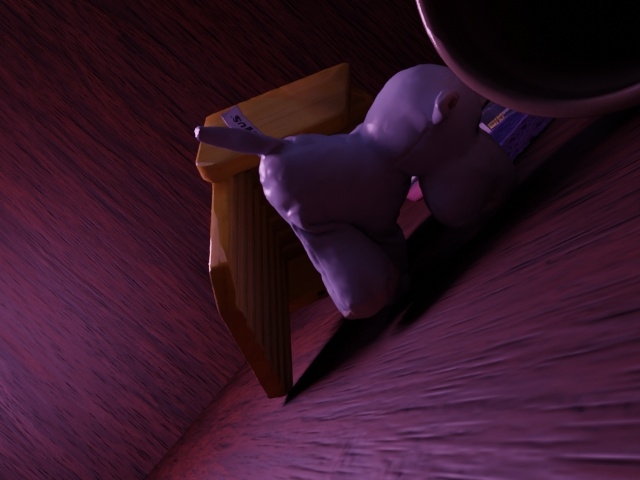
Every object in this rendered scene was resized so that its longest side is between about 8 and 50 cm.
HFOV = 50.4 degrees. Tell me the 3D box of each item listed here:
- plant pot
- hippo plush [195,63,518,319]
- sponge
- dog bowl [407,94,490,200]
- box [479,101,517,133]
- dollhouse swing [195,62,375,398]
[{"bbox_3d":[0.239,-0.235,0.553,0.229,0.263,0.263,-17,-25,-53],"label":"plant pot"},{"bbox_3d":[0.073,-0.088,0.739,0.236,0.294,0.234,-34,12,17],"label":"hippo plush"},{"bbox_3d":[0.255,-0.134,0.967,0.117,0.031,0.210,-49,1,4],"label":"sponge"},{"bbox_3d":[0.282,-0.261,1.583,0.408,0.150,0.408,-47,0,0],"label":"dog bowl"},{"bbox_3d":[0.347,-0.259,1.081,0.183,0.059,0.233,-48,0,-13],"label":"box"},{"bbox_3d":[0.000,0.000,0.993,0.315,0.305,0.347,-23,-44,-4],"label":"dollhouse swing"}]
